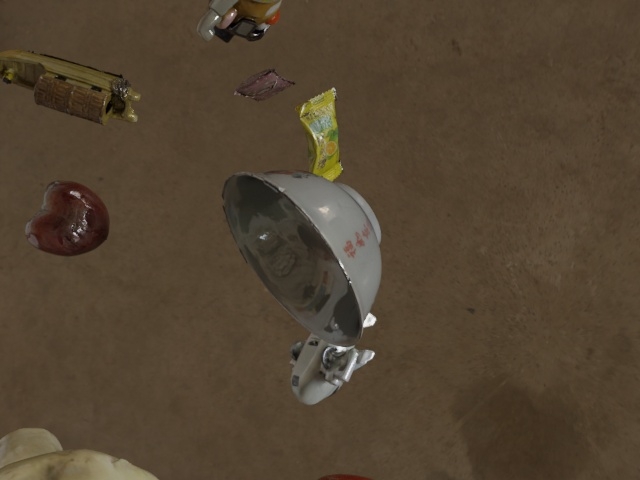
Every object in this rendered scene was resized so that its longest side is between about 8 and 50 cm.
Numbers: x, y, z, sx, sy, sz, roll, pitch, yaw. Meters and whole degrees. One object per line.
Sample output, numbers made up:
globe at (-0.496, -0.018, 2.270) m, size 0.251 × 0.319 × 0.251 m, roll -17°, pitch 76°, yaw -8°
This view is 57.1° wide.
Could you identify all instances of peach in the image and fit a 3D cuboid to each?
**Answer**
peach at (-0.491, -0.039, 1.169) m, size 0.152 × 0.152 × 0.152 m, roll -4°, pitch 80°, yaw 20°

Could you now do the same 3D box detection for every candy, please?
candy at (0.007, -0.319, 1.891) m, size 0.081 × 0.187 × 0.297 m, roll 14°, pitch 128°, yaw 38°

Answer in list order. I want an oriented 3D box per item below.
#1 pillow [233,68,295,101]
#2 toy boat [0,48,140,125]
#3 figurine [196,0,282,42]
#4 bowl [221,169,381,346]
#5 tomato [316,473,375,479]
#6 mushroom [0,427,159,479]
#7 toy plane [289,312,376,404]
pillow at (-0.136, -0.379, 1.438) m, size 0.118 × 0.185 × 0.043 m, roll -25°, pitch 91°, yaw 13°
toy boat at (-0.396, -0.238, 0.917) m, size 0.226 × 0.068 × 0.088 m, roll 17°, pitch 45°, yaw -8°
figurine at (-0.118, -0.475, 1.074) m, size 0.308 × 0.308 × 0.143 m, roll -28°, pitch 95°, yaw 15°
bowl at (0.000, 0.000, 0.997) m, size 0.157 × 0.345 × 0.345 m, roll -36°, pitch 66°, yaw -25°
tomato at (0.033, 0.594, 1.307) m, size 0.233 × 0.200 × 0.139 m, roll -33°, pitch 66°, yaw -16°
mushroom at (-0.352, 0.410, 0.748) m, size 0.356 × 0.315 × 0.315 m, roll -32°, pitch 67°, yaw 49°
toy plane at (0.026, 0.248, 1.326) m, size 0.122 × 0.267 × 0.267 m, roll 41°, pitch 99°, yaw -20°
